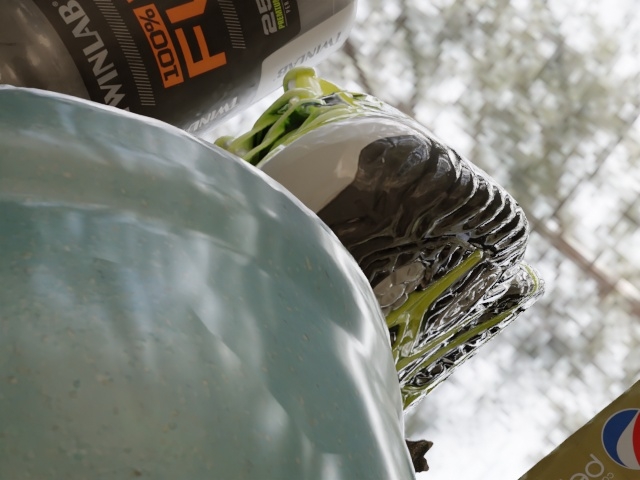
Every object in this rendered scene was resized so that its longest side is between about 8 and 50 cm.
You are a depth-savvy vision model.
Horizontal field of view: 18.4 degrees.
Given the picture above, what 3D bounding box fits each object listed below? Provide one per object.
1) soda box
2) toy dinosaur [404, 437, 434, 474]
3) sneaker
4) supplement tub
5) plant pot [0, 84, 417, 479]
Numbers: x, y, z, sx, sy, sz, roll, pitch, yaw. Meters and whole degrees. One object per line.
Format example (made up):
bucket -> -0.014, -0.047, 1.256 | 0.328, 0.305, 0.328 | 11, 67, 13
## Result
soda box -> 0.165, 0.149, 1.179 | 0.181, 0.058, 0.061 | -36, -27, -21
toy dinosaur -> 0.030, 0.188, 1.462 | 0.121, 0.160, 0.313 | -52, -47, -20
sneaker -> 0.000, 0.000, 0.861 | 0.145, 0.147, 0.384 | -41, -10, 0
supplement tub -> -0.142, -0.142, 1.321 | 0.316, 0.194, 0.193 | -35, -42, -30
plant pot -> -0.096, 0.137, 0.432 | 0.293, 0.196, 0.293 | -11, -41, -10
